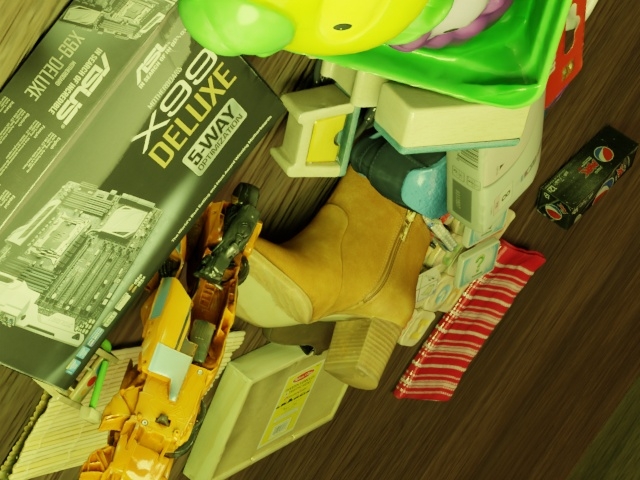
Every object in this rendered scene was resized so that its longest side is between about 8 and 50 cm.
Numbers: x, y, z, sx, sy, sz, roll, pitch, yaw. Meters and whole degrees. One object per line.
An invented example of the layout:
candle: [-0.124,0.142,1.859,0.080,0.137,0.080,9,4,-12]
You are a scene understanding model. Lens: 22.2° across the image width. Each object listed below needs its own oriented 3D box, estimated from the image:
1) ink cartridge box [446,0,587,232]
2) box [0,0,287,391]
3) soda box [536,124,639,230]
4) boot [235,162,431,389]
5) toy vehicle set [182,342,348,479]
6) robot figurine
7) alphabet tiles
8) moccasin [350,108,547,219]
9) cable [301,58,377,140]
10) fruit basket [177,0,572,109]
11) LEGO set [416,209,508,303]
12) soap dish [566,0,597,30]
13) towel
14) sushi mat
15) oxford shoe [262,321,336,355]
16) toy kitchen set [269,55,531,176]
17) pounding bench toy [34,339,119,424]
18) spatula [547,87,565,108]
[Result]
ink cartridge box: [0.211,-0.142,1.604,0.232,0.066,0.189,-42,153,-20]
box: [-0.180,-0.045,1.267,0.307,0.076,0.242,-52,158,-3]
soda box: [0.384,-0.091,2.342,0.169,0.060,0.053,-41,156,-28]
boot: [0.001,0.000,1.677,0.295,0.104,0.211,41,56,-40]
toy vehicle set: [-0.043,0.180,1.923,0.267,0.035,0.166,-21,141,-53]
robot figurine: [-0.123,0.080,1.413,0.211,0.085,0.291,118,-10,-50]
alphabet tiles: [0.172,0.017,2.133,0.284,0.021,0.278,-57,158,6]
moccasin: [0.145,-0.119,1.757,0.342,0.117,0.138,-18,131,-63]
cable: [0.035,-0.150,1.596,0.184,0.047,0.150,-36,160,-29]
fruit basket: [0.061,-0.246,1.185,0.392,0.283,0.392,15,90,-87]
LEGO set: [0.165,0.011,2.027,0.244,0.060,0.182,-25,137,-40]
soap dish: [0.200,-0.309,1.581,0.291,0.118,0.229,-20,141,-54]
towel: [0.218,0.119,2.362,0.275,0.031,0.199,-56,157,7]
sushi mat: [-0.191,0.162,1.628,0.316,0.019,0.151,-4,126,-62]
oxford shoe: [0.011,0.080,1.836,0.227,0.083,0.096,2,125,-50]
toy kitchen set: [0.063,-0.095,1.438,0.122,0.207,0.166,-6,125,-28]
pounding bench toy: [-0.208,0.113,1.433,0.065,0.083,0.052,-51,158,-4]
spatula: [0.262,-0.195,1.987,0.084,0.030,0.296,-50,158,-4]
